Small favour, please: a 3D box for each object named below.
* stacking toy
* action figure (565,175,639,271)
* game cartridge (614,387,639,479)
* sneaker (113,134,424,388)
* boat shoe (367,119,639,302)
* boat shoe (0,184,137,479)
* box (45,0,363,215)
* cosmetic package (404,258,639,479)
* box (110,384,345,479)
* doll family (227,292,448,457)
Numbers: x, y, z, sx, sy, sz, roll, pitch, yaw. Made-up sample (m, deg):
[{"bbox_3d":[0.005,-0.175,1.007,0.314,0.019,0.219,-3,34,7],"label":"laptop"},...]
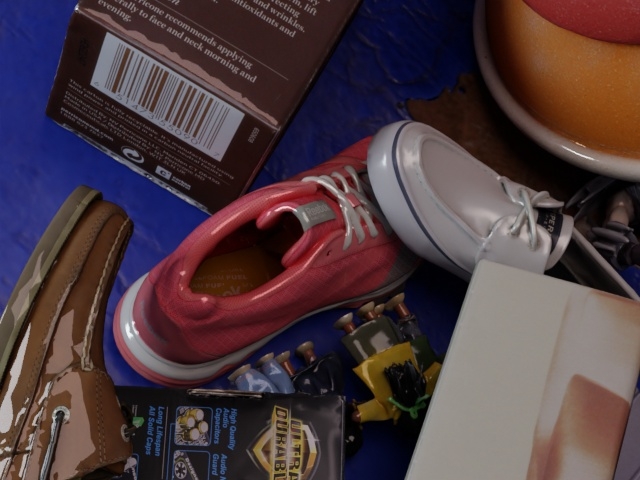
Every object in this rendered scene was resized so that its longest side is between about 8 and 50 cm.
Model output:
[{"bbox_3d":[0.243,-0.295,1.100,0.350,0.480,0.351,-9,57,14],"label":"stacking toy"},{"bbox_3d":[0.320,0.007,1.251,0.185,0.099,0.285,-29,74,-13],"label":"action figure"},{"bbox_3d":[0.182,0.284,1.112,0.230,0.068,0.355,46,62,0],"label":"game cartridge"},{"bbox_3d":[0.000,0.001,1.130,0.313,0.136,0.116,-32,81,-26],"label":"sneaker"},{"bbox_3d":[0.146,0.001,1.146,0.267,0.088,0.096,46,49,-23],"label":"boat shoe"},{"bbox_3d":[-0.164,0.119,0.955,0.104,0.111,0.307,19,75,2],"label":"boat shoe"},{"bbox_3d":[-0.076,-0.160,1.157,0.168,0.167,0.203,31,62,-2],"label":"box"},{"bbox_3d":[0.120,0.181,1.017,0.129,0.153,0.296,16,57,11],"label":"cosmetic package"},{"bbox_3d":[-0.132,0.239,0.989,0.293,0.073,0.296,2,66,-2],"label":"box"},{"bbox_3d":[0.023,0.116,1.125,0.193,0.076,0.111,-26,79,-14],"label":"doll family"}]
